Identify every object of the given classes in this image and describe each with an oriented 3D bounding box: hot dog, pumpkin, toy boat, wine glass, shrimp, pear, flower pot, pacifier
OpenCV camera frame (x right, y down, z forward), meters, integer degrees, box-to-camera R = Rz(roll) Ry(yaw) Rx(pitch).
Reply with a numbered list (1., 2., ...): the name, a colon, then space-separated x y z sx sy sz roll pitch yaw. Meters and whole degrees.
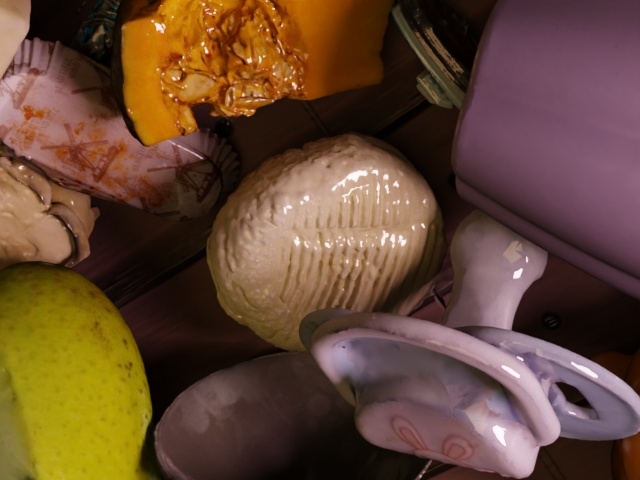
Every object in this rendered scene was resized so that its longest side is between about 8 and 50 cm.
1. hot dog: -0.197 -0.095 0.855 0.252 0.069 0.131 27 119 -21
2. pumpkin: -0.064 -0.183 0.784 0.247 0.126 0.131 -14 120 -10
3. toy boat: 0.109 -0.155 0.796 0.140 0.059 0.066 49 142 -5
4. wine glass: -0.010 0.346 0.903 0.267 0.267 0.406 3 114 14
5. shrimp: -0.178 -0.212 0.857 0.174 0.076 0.082 -40 136 19
6. pear: -0.287 0.174 0.865 0.342 0.238 0.318 15 99 33
7. flower pot: 0.234 -0.080 0.657 0.243 0.265 0.265 16 113 17
8. pacifier: 0.119 0.065 0.731 0.287 0.226 0.238 0 147 37

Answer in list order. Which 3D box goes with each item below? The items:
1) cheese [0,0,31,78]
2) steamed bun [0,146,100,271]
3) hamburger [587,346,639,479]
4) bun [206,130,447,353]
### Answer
1. cheese: -0.385 -0.191 0.817 0.265 0.123 0.243 -42 55 23
2. steamed bun: -0.336 -0.033 0.931 0.177 0.106 0.192 -32 107 18
3. hamburger: 0.350 0.184 0.741 0.236 0.276 0.277 -14 105 20
4. bun: 0.000 0.000 0.831 0.220 0.134 0.221 -10 126 -13
